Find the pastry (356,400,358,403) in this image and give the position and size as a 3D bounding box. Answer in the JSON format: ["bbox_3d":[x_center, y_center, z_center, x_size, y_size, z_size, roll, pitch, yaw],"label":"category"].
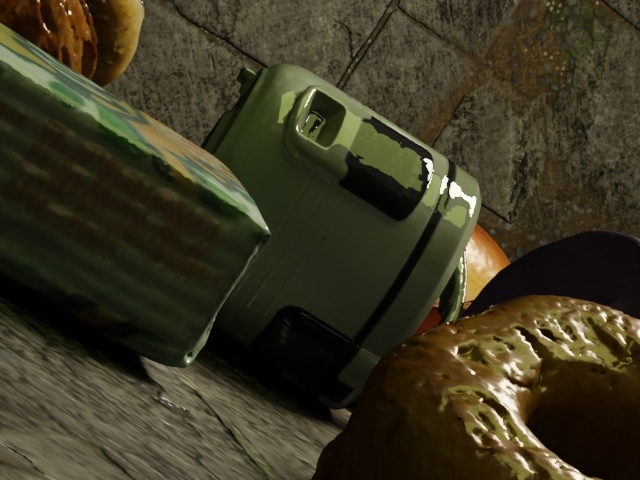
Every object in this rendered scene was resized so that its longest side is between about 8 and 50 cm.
[{"bbox_3d":[0.025,0.104,1.448,0.140,0.056,0.080,26,-9,36],"label":"pastry"}]

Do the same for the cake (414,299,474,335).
[{"bbox_3d":[0.043,0.082,1.548,0.287,0.135,0.098,23,13,20],"label":"cake"}]

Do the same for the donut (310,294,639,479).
[{"bbox_3d":[0.109,0.118,0.759,0.227,0.113,0.226,15,28,-8],"label":"donut"}]

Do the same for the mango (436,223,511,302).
[{"bbox_3d":[0.142,0.080,2.125,0.350,0.199,0.201,44,30,-7],"label":"mango"}]

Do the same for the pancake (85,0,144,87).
[{"bbox_3d":[-0.370,-0.266,1.812,0.387,0.082,0.387,11,-32,7],"label":"pancake"}]

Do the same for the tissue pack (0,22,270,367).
[{"bbox_3d":[-0.197,-0.061,1.061,0.311,0.128,0.228,31,4,-15],"label":"tissue pack"}]

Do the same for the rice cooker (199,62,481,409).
[{"bbox_3d":[0.000,0.000,1.316,0.244,0.226,0.226,35,2,-9],"label":"rice cooker"}]

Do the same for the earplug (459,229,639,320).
[{"bbox_3d":[0.272,0.196,1.048,0.456,0.215,0.215,35,1,-23],"label":"earplug"}]

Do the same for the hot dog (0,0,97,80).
[{"bbox_3d":[-0.379,-0.238,1.623,0.387,0.174,0.267,32,-28,-32],"label":"hot dog"}]
